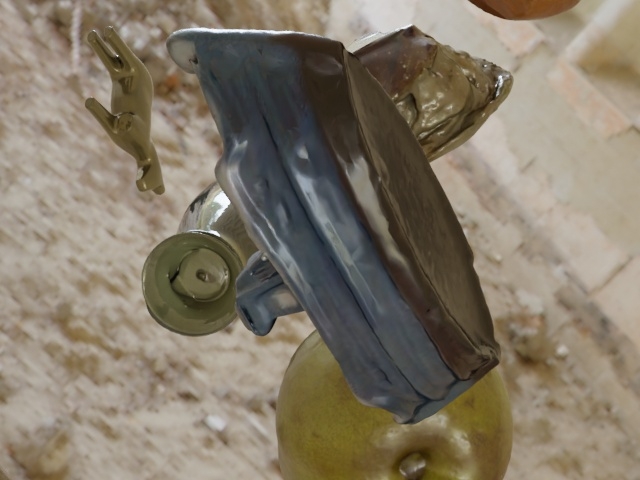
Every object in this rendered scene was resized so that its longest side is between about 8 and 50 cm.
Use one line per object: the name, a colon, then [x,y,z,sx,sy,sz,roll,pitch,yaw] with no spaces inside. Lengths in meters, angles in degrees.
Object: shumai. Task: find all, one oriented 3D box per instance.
shumai: [0.067,-0.131,1.146,0.120,0.201,0.201,56,10,-15]

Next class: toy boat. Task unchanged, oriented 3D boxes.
toy boat: [0.000,0.000,0.757,0.309,0.142,0.129,59,27,-28]

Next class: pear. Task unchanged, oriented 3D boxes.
pear: [0.057,0.144,0.989,0.200,0.200,0.200,40,14,-12]

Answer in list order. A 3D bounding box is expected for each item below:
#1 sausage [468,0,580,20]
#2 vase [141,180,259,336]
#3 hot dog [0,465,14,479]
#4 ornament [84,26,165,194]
sausage: [0.111,-0.227,0.885,0.105,0.105,0.274,35,10,-29]
vase: [-0.115,0.020,1.528,0.173,0.173,0.321,43,12,-1]
hot dog: [-0.389,0.267,1.399,0.131,0.069,0.253,30,-24,28]
ornament: [-0.326,-0.208,2.167,0.245,0.061,0.230,52,29,-55]
